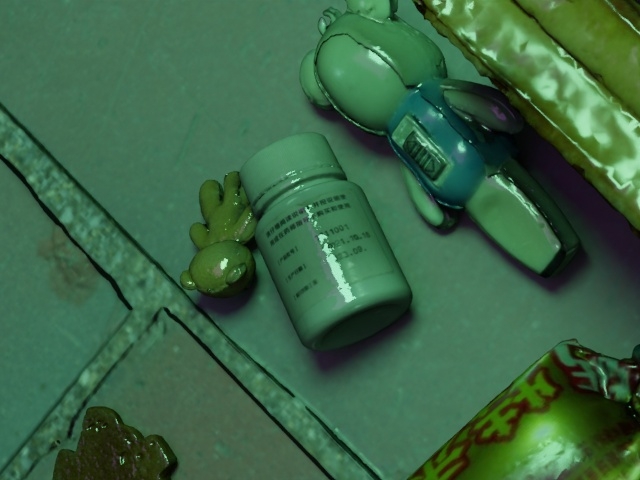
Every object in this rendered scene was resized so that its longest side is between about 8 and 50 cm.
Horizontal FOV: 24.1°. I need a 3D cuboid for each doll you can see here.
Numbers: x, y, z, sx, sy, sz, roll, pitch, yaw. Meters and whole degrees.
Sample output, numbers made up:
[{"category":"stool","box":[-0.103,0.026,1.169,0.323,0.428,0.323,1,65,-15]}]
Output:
[{"category":"doll","box":[-0.067,-0.005,1.031,0.061,0.051,0.093,-18,73,26]}]

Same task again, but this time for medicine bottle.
[{"category":"medicine bottle","box":[0.000,0.000,0.985,0.080,0.080,0.130,-31,69,15]}]

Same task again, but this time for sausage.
[{"category":"sausage","box":[0.105,0.170,0.885,0.317,0.117,0.125,-46,27,10]}]

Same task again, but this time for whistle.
[{"category":"whistle","box":[0.080,-0.070,0.970,0.236,0.077,0.114,47,130,17]}]

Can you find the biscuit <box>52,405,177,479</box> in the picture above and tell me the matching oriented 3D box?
[{"category":"biscuit","box":[-0.153,0.185,1.051,0.130,0.019,0.119,-40,69,12]}]

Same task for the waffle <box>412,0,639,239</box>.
[{"category":"waffle","box":[0.194,-0.052,0.839,0.091,0.213,0.308,-45,68,12]}]
